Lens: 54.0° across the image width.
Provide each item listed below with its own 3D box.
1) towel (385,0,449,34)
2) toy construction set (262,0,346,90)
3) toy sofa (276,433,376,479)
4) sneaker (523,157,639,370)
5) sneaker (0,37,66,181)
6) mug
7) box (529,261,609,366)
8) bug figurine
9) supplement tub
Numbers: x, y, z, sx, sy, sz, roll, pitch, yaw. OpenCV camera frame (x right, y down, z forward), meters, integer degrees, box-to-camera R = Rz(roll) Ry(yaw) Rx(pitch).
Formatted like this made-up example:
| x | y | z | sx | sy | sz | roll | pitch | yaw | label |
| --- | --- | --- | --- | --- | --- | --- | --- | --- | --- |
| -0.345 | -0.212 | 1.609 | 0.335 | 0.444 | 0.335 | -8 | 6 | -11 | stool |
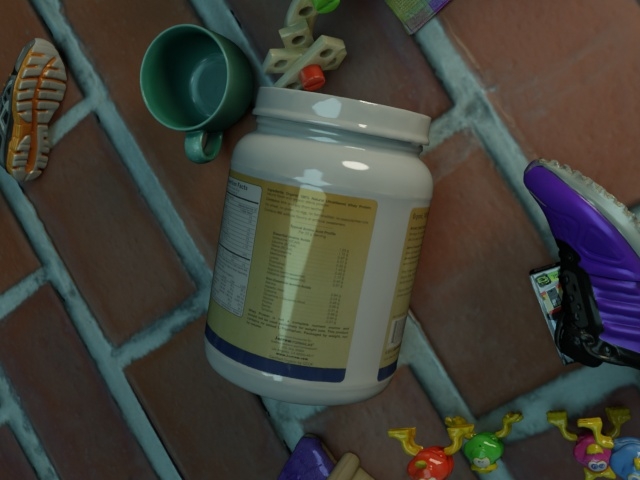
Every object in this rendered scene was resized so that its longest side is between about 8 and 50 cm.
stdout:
| x | y | z | sx | sy | sz | roll | pitch | yaw | label |
| --- | --- | --- | --- | --- | --- | --- | --- | --- | --- |
| 0.123 | -0.296 | 0.754 | 0.083 | 0.009 | 0.060 | -39 | 81 | 19 | towel |
| -0.055 | -0.343 | 0.734 | 0.215 | 0.151 | 0.327 | -27 | 86 | 26 | toy construction set |
| -0.058 | 0.449 | 0.827 | 0.177 | 0.150 | 0.362 | 37 | 107 | 12 | toy sofa |
| 0.287 | 0.053 | 0.642 | 0.146 | 0.102 | 0.293 | -43 | 81 | 20 | sneaker |
| -0.448 | -0.198 | 0.937 | 0.083 | 0.084 | 0.214 | 27 | 105 | 21 | sneaker |
| -0.159 | -0.194 | 0.821 | 0.130 | 0.097 | 0.157 | 32 | 106 | 14 | mug |
| 0.352 | 0.055 | 0.694 | 0.207 | 0.036 | 0.114 | -21 | 88 | 21 | box |
| 0.224 | 0.224 | 0.664 | 0.279 | 0.216 | 0.072 | -11 | 78 | 24 | bug figurine |
| 0.000 | 0.000 | 0.715 | 0.229 | 0.228 | 0.316 | 14 | 100 | 18 | supplement tub |
